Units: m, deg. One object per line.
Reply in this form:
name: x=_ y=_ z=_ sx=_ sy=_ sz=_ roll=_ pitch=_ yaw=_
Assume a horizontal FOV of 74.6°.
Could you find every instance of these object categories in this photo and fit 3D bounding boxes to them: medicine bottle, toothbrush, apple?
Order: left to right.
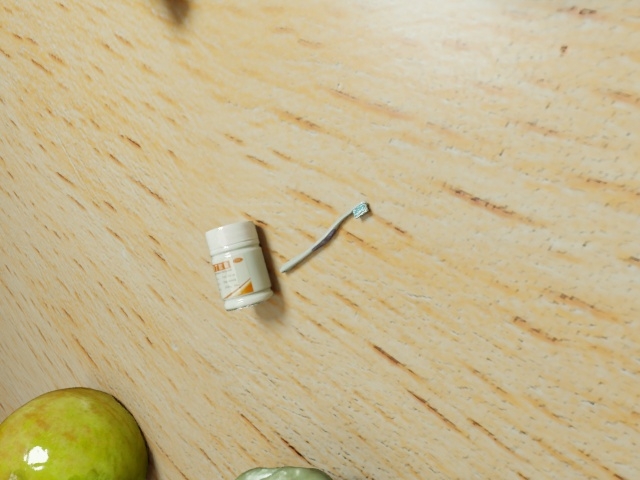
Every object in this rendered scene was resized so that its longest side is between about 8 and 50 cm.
apple: x=-0.400 y=0.370 z=0.673 sx=0.227 sy=0.246 sz=0.245 roll=13 pitch=107 yaw=14
medicine bottle: x=-0.089 y=0.027 z=0.462 sx=0.057 sy=0.057 sz=0.089 roll=-15 pitch=90 yaw=37
toothbrush: x=0.000 y=0.000 z=0.422 sx=0.131 sy=0.011 sz=0.013 roll=-38 pitch=55 yaw=35

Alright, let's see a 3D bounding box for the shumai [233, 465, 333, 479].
shumai: x=-0.068 y=0.388 z=0.339 sx=0.309 sy=0.264 sz=0.304 roll=54 pitch=131 yaw=22
